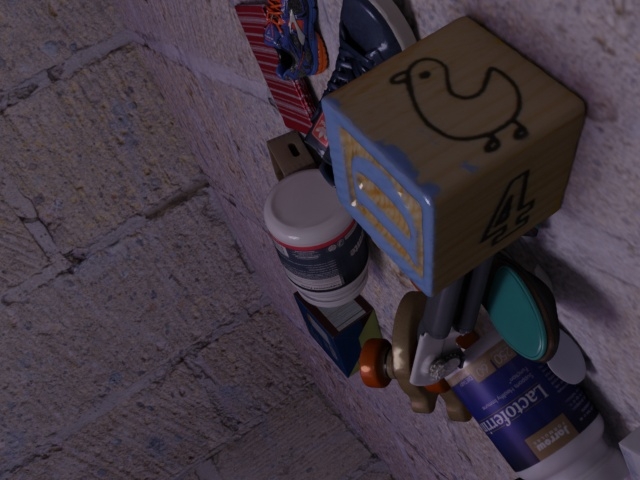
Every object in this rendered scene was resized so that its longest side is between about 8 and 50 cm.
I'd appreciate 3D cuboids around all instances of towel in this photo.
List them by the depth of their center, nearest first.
[{"bbox_3d":[-0.077,-0.329,1.369,0.199,0.031,0.274,36,153,62],"label":"towel"}]

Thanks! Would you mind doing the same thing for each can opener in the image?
[{"bbox_3d":[0.164,0.091,0.945,0.093,0.074,0.280,-121,28,-43],"label":"can opener"}]

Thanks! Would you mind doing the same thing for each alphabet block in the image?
[{"bbox_3d":[0.141,-0.091,0.784,0.192,0.197,0.193,49,164,29],"label":"alphabet block"}]

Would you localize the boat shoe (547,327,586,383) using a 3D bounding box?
[{"bbox_3d":[0.323,0.139,0.998,0.142,0.049,0.040,55,-175,14],"label":"boat shoe"}]

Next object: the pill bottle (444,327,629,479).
[{"bbox_3d":[0.317,0.255,1.042,0.264,0.153,0.153,53,166,15],"label":"pill bottle"}]

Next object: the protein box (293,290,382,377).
[{"bbox_3d":[0.053,0.224,1.929,0.201,0.136,0.199,45,162,42],"label":"protein box"}]

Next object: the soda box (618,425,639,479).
[{"bbox_3d":[0.451,0.281,0.796,0.069,0.074,0.216,63,166,-22],"label":"soda box"}]

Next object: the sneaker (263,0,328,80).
[{"bbox_3d":[-0.053,-0.346,1.123,0.083,0.087,0.221,42,160,45],"label":"sneaker"}]

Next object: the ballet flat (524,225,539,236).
[{"bbox_3d":[0.195,-0.060,0.921,0.203,0.074,0.074,51,165,27],"label":"ballet flat"}]

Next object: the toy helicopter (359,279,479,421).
[{"bbox_3d":[0.214,0.212,1.274,0.140,0.235,0.355,-3,142,30],"label":"toy helicopter"}]

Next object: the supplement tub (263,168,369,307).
[{"bbox_3d":[0.000,0.000,1.487,0.191,0.191,0.272,47,164,36],"label":"supplement tub"}]

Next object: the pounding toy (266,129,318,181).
[{"bbox_3d":[-0.038,-0.147,1.542,0.130,0.100,0.141,77,167,-53],"label":"pounding toy"}]

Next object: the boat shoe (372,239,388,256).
[{"bbox_3d":[0.122,-0.012,1.318,0.184,0.066,0.063,44,171,42],"label":"boat shoe"}]

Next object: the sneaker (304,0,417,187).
[{"bbox_3d":[0.045,-0.193,0.991,0.131,0.148,0.350,50,164,30],"label":"sneaker"}]

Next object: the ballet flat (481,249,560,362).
[{"bbox_3d":[0.251,0.055,0.950,0.280,0.096,0.095,-127,41,-49],"label":"ballet flat"}]

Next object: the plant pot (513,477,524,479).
[{"bbox_3d":[0.408,0.498,1.237,0.188,0.167,0.187,48,163,31],"label":"plant pot"}]
